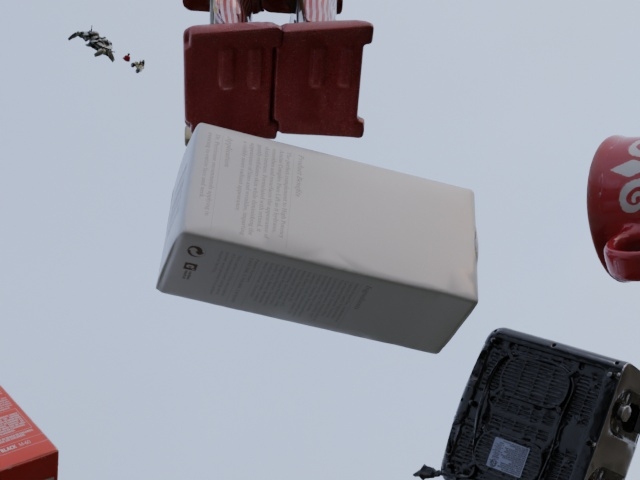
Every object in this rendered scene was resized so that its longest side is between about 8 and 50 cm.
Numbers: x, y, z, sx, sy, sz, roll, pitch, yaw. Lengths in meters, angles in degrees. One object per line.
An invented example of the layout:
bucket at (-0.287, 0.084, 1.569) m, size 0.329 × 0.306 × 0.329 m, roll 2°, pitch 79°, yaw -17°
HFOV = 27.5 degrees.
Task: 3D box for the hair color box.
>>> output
hair color box at (-0.235, 0.135, 0.860) m, size 0.053 × 0.167 × 0.093 m, roll -15°, pitch -55°, yaw -35°

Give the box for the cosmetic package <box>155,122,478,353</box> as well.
cosmetic package at (0.000, 0.000, 1.006) m, size 0.231 × 0.117 × 0.085 m, roll 15°, pitch -40°, yaw -12°

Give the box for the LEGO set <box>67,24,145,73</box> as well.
LEGO set at (-0.218, -0.201, 1.357) m, size 0.083 × 0.054 × 0.023 m, roll 16°, pitch -69°, yaw -25°

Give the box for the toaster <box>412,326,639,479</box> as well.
toaster at (0.214, 0.185, 1.260) m, size 0.110 × 0.185 × 0.168 m, roll 29°, pitch -101°, yaw -47°

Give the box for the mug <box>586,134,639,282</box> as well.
mug at (0.291, -0.014, 0.947) m, size 0.113 × 0.169 × 0.150 m, roll 47°, pitch -128°, yaw -39°

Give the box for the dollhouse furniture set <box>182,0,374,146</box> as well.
dollhouse furniture set at (-0.051, -0.107, 1.222) m, size 0.152 × 0.201 × 0.374 m, roll -1°, pitch -43°, yaw -6°
